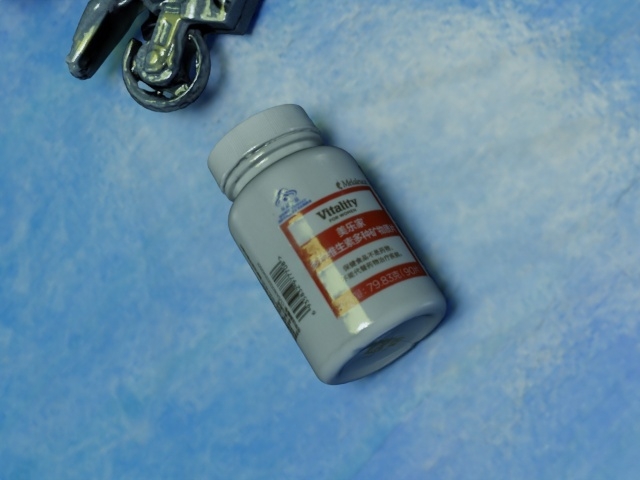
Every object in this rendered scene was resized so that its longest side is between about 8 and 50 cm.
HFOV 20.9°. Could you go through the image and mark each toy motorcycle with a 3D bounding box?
[{"bbox_3d":[-0.085,-0.173,0.988,0.124,0.061,0.193,28,93,19],"label":"toy motorcycle"}]

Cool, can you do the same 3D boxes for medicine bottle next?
[{"bbox_3d":[0.000,0.000,0.924,0.079,0.079,0.140,-38,71,19],"label":"medicine bottle"}]
